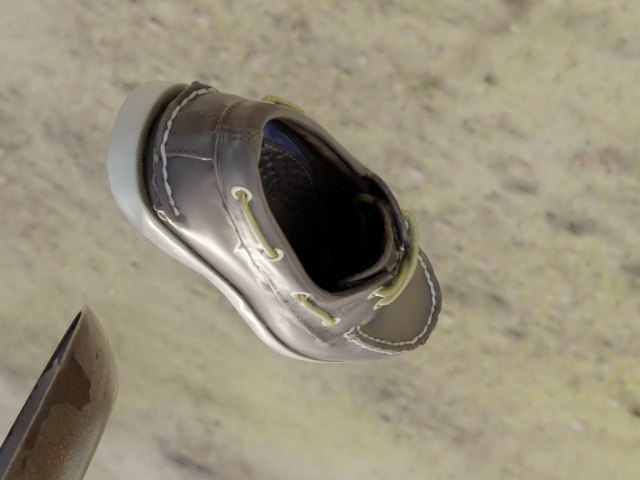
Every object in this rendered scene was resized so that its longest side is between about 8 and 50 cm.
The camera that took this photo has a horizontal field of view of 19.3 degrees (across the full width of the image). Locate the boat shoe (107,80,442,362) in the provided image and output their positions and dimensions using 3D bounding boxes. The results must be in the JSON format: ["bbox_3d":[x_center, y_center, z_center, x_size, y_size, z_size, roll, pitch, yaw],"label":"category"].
[{"bbox_3d":[0.000,0.000,1.145,0.096,0.116,0.324,5,159,33],"label":"boat shoe"}]

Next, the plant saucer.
[{"bbox_3d":[-0.203,0.187,1.194,0.050,0.310,0.310,28,158,-7],"label":"plant saucer"}]
